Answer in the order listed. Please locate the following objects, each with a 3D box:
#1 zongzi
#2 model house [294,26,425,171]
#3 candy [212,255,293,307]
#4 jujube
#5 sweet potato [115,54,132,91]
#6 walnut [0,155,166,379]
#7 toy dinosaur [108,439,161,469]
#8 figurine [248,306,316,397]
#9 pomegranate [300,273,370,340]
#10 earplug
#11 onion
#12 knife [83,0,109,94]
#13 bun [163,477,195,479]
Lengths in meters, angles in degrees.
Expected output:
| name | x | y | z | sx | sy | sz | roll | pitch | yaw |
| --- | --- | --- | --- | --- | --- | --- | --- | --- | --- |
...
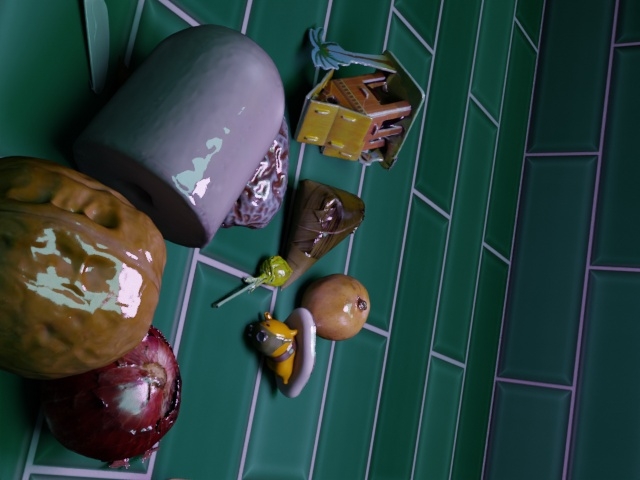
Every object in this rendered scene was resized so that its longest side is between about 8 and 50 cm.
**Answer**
| name | x | y | z | sx | sy | sz | roll | pitch | yaw |
| --- | --- | --- | --- | --- | --- | --- | --- | --- | --- |
| zongzi | 0.000 | 0.000 | 2.330 | 0.274 | 0.145 | 0.300 | 11 | 99 | -62 |
| model house | 0.039 | -0.376 | 2.359 | 0.323 | 0.340 | 0.300 | -16 | 149 | -32 |
| candy | -0.172 | 0.110 | 2.119 | 0.262 | 0.073 | 0.077 | -29 | 98 | -45 |
| jujube | -0.176 | -0.176 | 1.951 | 0.226 | 0.226 | 0.317 | 17 | 79 | -57 |
| sweet potato | -0.392 | -0.321 | 1.737 | 0.049 | 0.049 | 0.117 | -46 | 139 | -46 |
| walnut | -0.453 | 0.042 | 1.414 | 0.398 | 0.308 | 0.354 | 23 | 44 | -34 |
| toy dinosaur | -0.379 | 0.422 | 1.830 | 0.220 | 0.032 | 0.108 | -33 | 117 | -54 |
| figurine | -0.114 | 0.289 | 2.164 | 0.141 | 0.166 | 0.250 | -2 | 107 | -35 |
| pomegranate | 0.042 | 0.177 | 2.333 | 0.191 | 0.191 | 0.191 | -6 | 97 | -57 |
| earplug | -0.249 | -0.227 | 1.686 | 0.394 | 0.312 | 0.313 | -59 | 138 | -25 |
| onion | -0.391 | 0.275 | 1.615 | 0.276 | 0.276 | 0.276 | -6 | 97 | -57 |
| knife | -0.448 | -0.458 | 1.677 | 0.081 | 0.043 | 0.336 | -35 | 128 | -59 |
| bun | -0.338 | 0.592 | 1.832 | 0.222 | 0.127 | 0.222 | -41 | 148 | -34 |
